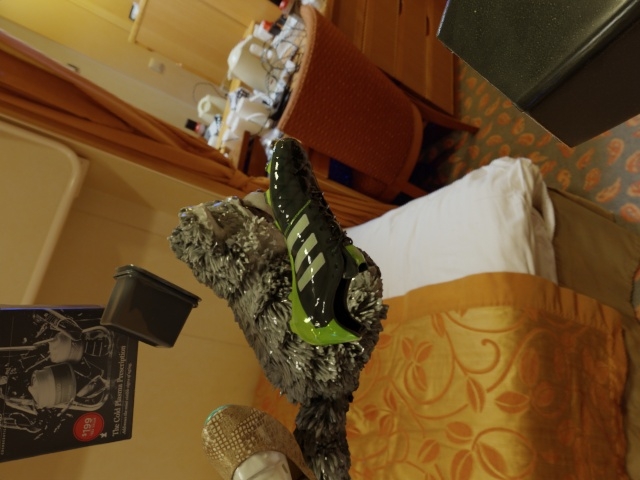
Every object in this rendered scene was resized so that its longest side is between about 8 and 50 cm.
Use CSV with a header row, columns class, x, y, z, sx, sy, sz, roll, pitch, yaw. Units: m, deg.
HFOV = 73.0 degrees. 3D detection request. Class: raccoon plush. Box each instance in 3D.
class,x,y,z,sx,sy,sz,roll,pitch,yaw
raccoon plush,-0.078,0.133,0.589,0.216,0.299,0.447,-47,36,44

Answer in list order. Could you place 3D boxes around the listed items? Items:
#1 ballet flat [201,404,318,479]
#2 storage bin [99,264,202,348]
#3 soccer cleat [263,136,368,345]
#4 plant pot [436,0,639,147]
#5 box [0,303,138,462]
class,x,y,z,sx,sy,sz,roll,pitch,yaw
ballet flat,-0.037,0.232,0.410,0.073,0.206,0.067,-37,33,-8
storage bin,-0.278,0.111,0.690,0.098,0.135,0.091,-12,51,42
soccer cleat,0.000,0.000,0.365,0.072,0.060,0.179,-7,95,28
plant pot,0.220,-0.192,0.370,0.167,0.187,0.188,-51,52,29
box,-0.650,0.336,1.099,0.178,0.312,0.344,-5,82,53
